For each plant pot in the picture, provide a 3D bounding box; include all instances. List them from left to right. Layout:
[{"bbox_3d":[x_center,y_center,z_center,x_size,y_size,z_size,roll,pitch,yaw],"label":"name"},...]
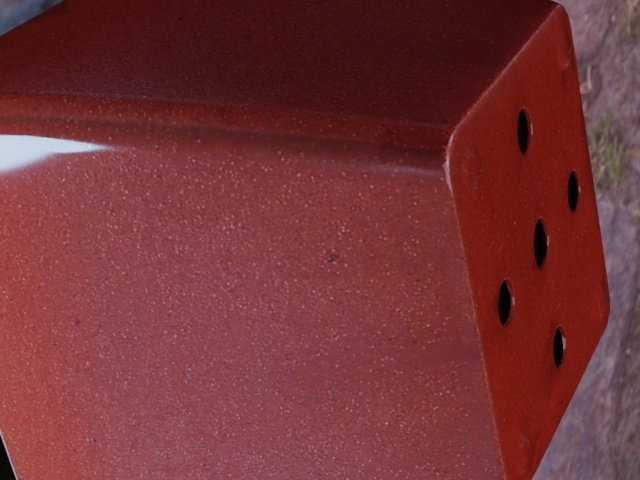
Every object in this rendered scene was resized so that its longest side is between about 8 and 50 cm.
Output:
[{"bbox_3d":[0.000,0.000,0.702,0.267,0.235,0.267,-48,131,-53],"label":"plant pot"}]

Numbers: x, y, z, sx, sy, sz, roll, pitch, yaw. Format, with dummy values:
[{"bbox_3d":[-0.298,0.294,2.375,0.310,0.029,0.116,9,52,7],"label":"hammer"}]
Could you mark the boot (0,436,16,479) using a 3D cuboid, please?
[{"bbox_3d":[-0.114,0.228,0.831,0.269,0.089,0.236,34,82,-43],"label":"boot"}]
